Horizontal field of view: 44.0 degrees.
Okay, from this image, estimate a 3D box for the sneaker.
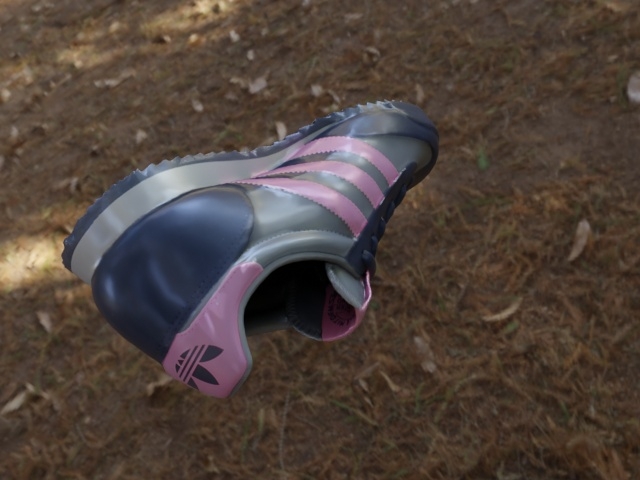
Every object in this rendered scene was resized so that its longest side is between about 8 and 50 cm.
[{"bbox_3d":[0.000,0.000,0.516,0.319,0.112,0.131,-26,67,-43],"label":"sneaker"}]
